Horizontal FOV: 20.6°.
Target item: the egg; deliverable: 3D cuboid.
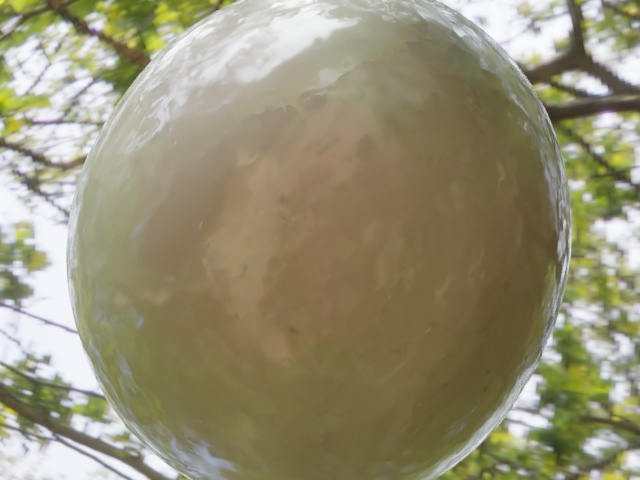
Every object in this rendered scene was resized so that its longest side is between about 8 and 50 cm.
[{"bbox_3d":[0.000,0.000,0.973,0.283,0.345,0.283,5,-119,-9],"label":"egg"}]
